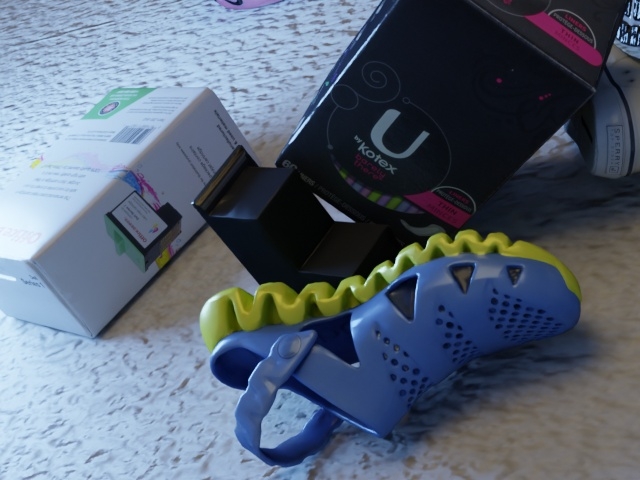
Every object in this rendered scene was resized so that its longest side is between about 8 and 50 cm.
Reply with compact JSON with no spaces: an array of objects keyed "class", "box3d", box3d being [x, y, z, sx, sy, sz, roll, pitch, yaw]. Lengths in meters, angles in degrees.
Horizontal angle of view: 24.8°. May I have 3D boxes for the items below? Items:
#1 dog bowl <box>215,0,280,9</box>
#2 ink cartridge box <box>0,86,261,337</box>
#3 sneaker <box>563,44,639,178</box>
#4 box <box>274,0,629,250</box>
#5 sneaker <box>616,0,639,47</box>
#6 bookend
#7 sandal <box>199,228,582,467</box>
[{"class":"dog bowl","box3d":[-0.037,-0.479,2.028,0.408,0.150,0.408,-26,28,15]},{"class":"ink cartridge box","box3d":[-0.234,-0.038,1.567,0.201,0.117,0.278,7,47,51]},{"class":"sneaker","box3d":[0.260,-0.120,1.244,0.091,0.094,0.258,0,30,1]},{"class":"box","box3d":[0.105,-0.131,1.205,0.270,0.165,0.143,-50,9,48]},{"class":"sneaker","box3d":[0.316,-0.236,1.274,0.121,0.111,0.300,4,22,3]},{"class":"bookend","box3d":[0.000,0.000,1.221,0.156,0.157,0.072,5,51,50]},{"class":"sandal","box3d":[0.049,0.089,1.097,0.317,0.126,0.138,-18,50,28]}]
